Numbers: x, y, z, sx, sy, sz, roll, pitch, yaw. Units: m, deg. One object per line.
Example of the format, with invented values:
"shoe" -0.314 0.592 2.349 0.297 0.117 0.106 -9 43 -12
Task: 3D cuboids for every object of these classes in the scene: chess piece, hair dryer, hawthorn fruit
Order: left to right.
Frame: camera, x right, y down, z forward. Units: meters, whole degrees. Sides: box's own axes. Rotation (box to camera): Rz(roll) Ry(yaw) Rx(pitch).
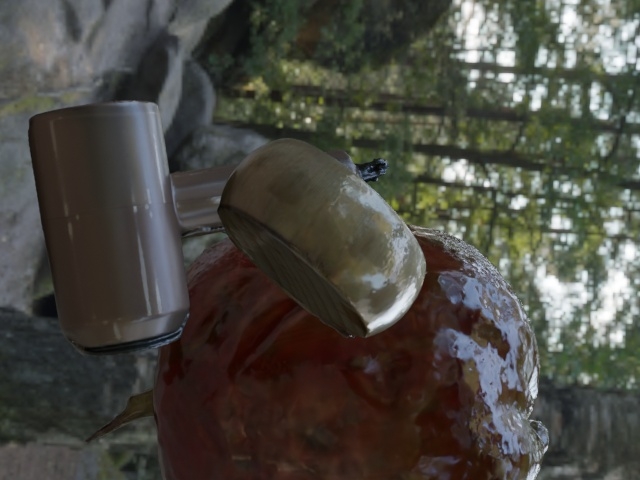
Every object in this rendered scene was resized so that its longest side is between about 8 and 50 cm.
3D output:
"hair dryer" -0.045 -0.016 0.489 0.064 0.181 0.117 -3 -83 65
"chess piece" 0.000 0.000 0.369 0.038 0.083 0.084 -47 163 -16
"hawthorn fruit" 0.017 0.098 0.636 0.258 0.261 0.258 -58 179 -2
